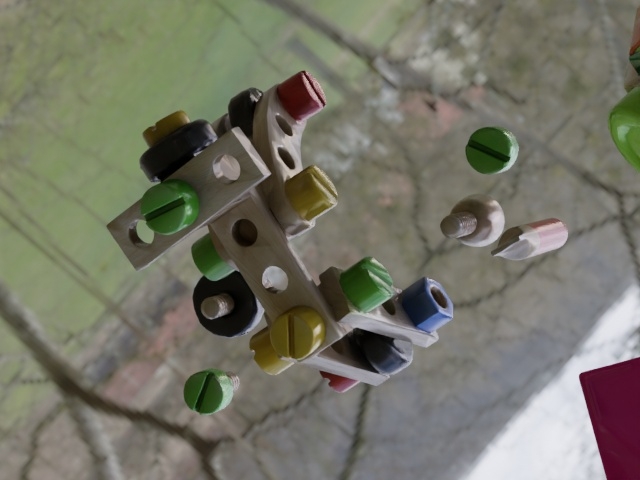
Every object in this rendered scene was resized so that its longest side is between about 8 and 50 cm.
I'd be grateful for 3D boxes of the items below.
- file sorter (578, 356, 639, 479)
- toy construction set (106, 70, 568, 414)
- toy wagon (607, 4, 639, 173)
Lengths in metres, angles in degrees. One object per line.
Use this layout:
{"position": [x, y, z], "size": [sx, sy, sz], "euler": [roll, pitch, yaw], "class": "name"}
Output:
{"position": [0.395, 0.196, 1.367], "size": [0.290, 0.202, 0.182], "euler": [-16, 150, 9], "class": "file sorter"}
{"position": [0.000, 0.000, 1.157], "size": [0.308, 0.257, 0.237], "euler": [-6, -178, 21], "class": "toy construction set"}
{"position": [0.291, -0.133, 0.755], "size": [0.267, 0.068, 0.344], "euler": [-43, -164, -16], "class": "toy wagon"}
